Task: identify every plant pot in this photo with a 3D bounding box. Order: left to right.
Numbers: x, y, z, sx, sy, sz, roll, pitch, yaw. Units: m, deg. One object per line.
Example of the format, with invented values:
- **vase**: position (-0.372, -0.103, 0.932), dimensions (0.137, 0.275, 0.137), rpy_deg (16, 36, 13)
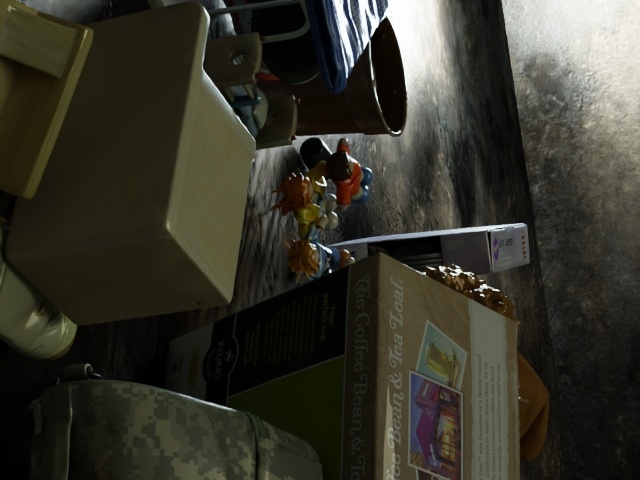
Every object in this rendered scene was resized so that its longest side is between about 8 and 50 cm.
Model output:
- **plant pot**: position (0.011, -0.207, 2.209), dimensions (0.167, 0.165, 0.167), rpy_deg (-6, 90, -72)

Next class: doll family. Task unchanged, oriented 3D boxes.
- **doll family**: position (0.000, 0.000, 2.172), dimensions (0.163, 0.118, 0.263), rpy_deg (34, 50, -73)

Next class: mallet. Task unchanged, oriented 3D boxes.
- **mallet**: position (-0.009, -0.044, 2.303), dimensions (0.062, 0.039, 0.189), rpy_deg (45, 46, -57)

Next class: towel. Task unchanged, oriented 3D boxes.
- **towel**: position (0.030, -0.332, 1.972), dimensions (0.336, 0.040, 0.243), rpy_deg (-63, 144, -63)

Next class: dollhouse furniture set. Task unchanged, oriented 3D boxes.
- **dollhouse furniture set**: position (-0.109, -0.110, 1.863), dimensions (0.129, 0.129, 0.183), rpy_deg (58, 30, -52)

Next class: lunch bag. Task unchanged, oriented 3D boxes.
- **lunch bag**: position (-0.147, 0.281, 1.476), dimensions (0.256, 0.212, 0.305), rpy_deg (31, 50, -43)

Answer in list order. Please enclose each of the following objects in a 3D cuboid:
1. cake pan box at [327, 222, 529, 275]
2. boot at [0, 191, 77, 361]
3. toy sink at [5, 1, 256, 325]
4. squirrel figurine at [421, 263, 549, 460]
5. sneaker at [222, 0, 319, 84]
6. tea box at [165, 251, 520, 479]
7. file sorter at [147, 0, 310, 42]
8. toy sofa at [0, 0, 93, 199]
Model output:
- **cake pan box**: position (0.155, 0.020, 2.431), dimensions (0.267, 0.246, 0.070), rpy_deg (-8, 90, -73)
- **boot**: position (-0.268, -0.015, 1.437), dimensions (0.165, 0.077, 0.213), rpy_deg (33, 53, -64)
- **toy sink**: position (-0.151, -0.062, 1.441), dimensions (0.131, 0.153, 0.234), rpy_deg (53, 35, -49)
- **squirrel figurine**: position (0.114, 0.243, 2.165), dimensions (0.370, 0.281, 0.397), rpy_deg (-50, 162, -37)
- **sneaker**: position (-0.044, -0.237, 2.041), dimensions (0.270, 0.090, 0.145), rpy_deg (58, -8, 44)
- **tea box**: position (0.014, 0.236, 1.713), dimensions (0.220, 0.323, 0.329), rpy_deg (27, 54, -37)
- **file sorter**: position (-0.095, -0.374, 1.940), dimensions (0.193, 0.173, 0.277), rpy_deg (66, 24, -44)
- **toy sofa**: position (-0.334, -0.146, 1.218), dimensions (0.150, 0.177, 0.362), rpy_deg (-71, 160, -1)
